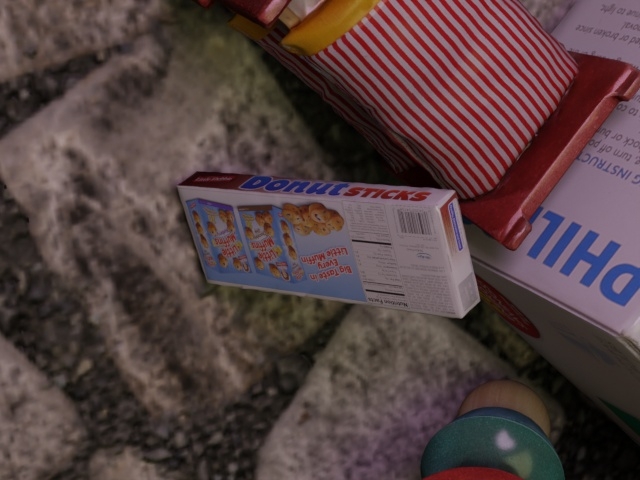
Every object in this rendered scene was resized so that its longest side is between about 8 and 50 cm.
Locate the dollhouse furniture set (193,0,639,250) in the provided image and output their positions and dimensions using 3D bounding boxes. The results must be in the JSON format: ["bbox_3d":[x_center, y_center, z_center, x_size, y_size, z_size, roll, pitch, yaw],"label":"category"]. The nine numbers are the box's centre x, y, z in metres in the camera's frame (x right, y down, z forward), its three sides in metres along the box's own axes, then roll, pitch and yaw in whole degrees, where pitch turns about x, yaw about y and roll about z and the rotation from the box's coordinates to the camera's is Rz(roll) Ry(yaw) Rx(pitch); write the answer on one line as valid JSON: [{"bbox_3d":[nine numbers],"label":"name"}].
[{"bbox_3d":[0.111,-0.214,0.765,0.201,0.152,0.374,37,88,-30],"label":"dollhouse furniture set"}]

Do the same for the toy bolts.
[{"bbox_3d":[0.084,0.199,0.926,0.218,0.158,0.229,7,119,13],"label":"toy bolts"}]

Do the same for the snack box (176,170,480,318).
[{"bbox_3d":[0.000,0.000,0.770,0.022,0.178,0.064,-39,123,-41],"label":"snack box"}]

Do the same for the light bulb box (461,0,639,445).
[{"bbox_3d":[0.314,-0.021,0.886,0.358,0.225,0.361,41,85,-31],"label":"light bulb box"}]
